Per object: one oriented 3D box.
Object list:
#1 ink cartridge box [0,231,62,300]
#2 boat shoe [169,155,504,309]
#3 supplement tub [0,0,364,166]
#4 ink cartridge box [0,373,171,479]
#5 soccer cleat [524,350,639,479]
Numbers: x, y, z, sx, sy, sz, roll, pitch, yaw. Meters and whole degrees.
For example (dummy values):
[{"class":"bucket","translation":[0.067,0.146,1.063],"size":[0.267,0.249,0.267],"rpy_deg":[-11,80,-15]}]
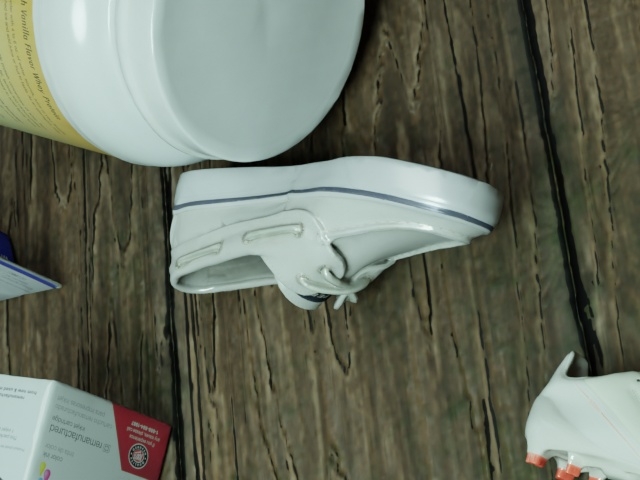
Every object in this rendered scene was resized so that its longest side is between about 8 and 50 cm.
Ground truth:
[{"class":"ink cartridge box","translation":[-0.366,0.013,1.408],"size":[0.333,0.165,0.065],"rpy_deg":[-12,63,33]},{"class":"boat shoe","translation":[0.000,0.000,1.176],"size":[0.267,0.096,0.088],"rpy_deg":[1,75,39]},{"class":"supplement tub","translation":[-0.148,-0.176,1.276],"size":[0.316,0.228,0.228],"rpy_deg":[17,82,41]},{"class":"ink cartridge box","translation":[-0.180,0.188,1.211],"size":[0.072,0.127,0.175],"rpy_deg":[2,73,36]},{"class":"soccer cleat","translation":[0.195,0.106,0.997],"size":[0.196,0.068,0.076],"rpy_deg":[11,75,43]}]
